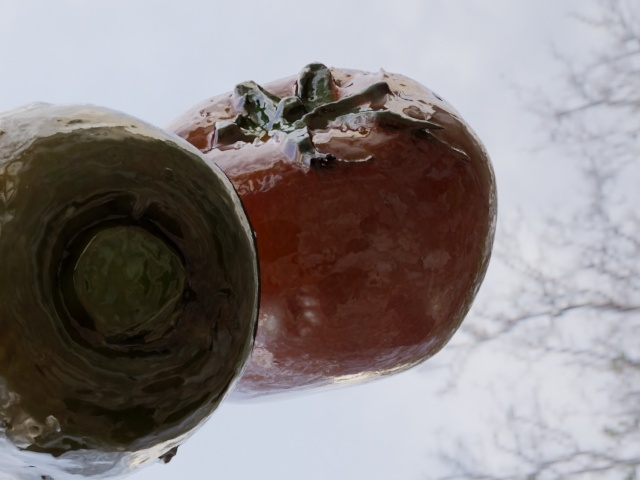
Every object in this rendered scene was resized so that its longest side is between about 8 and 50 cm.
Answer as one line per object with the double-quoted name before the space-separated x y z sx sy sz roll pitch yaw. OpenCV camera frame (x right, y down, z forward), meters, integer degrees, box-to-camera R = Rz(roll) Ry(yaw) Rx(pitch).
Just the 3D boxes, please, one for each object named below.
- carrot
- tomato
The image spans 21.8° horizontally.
"carrot" -0.178 0.040 1.014 0.224 0.340 0.224 3 -97 -27
"tomato" 0.000 0.000 1.430 0.341 0.341 0.273 -44 -52 -49
